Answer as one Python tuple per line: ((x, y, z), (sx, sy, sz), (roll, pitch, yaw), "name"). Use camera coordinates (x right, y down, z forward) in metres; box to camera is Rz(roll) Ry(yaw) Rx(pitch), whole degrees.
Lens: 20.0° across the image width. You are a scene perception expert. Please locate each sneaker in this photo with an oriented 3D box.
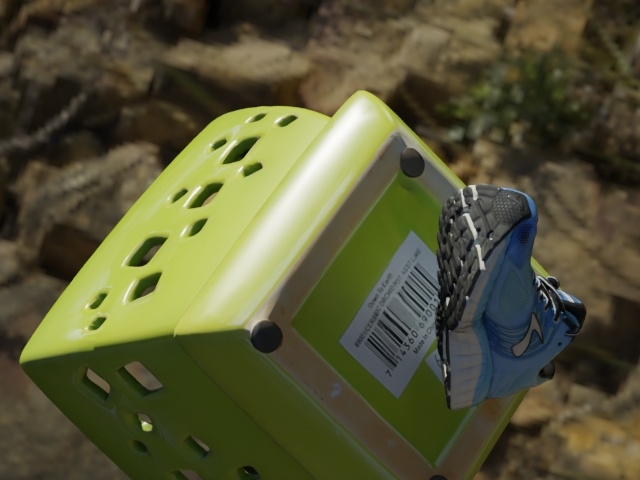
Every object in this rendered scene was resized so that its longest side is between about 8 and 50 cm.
((0.098, 0.025, 0.916), (0.162, 0.073, 0.063), (89, 174, -56), "sneaker")

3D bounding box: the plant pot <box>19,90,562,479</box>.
((-0.001, 0.055, 1.074), (0.228, 0.227, 0.207), (-53, 20, -27), "plant pot")
